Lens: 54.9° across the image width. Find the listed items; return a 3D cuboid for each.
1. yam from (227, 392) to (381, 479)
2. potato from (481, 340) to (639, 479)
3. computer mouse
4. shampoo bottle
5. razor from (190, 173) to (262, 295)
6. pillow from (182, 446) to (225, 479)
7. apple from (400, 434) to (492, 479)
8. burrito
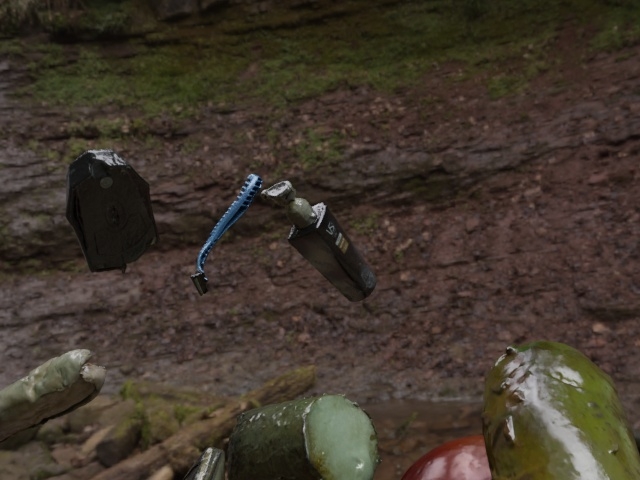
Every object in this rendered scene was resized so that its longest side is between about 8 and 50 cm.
[{"bbox_3d":[-0.046,0.401,1.188,0.195,0.195,0.300,-6,-15,-44],"label":"yam"},{"bbox_3d":[0.228,0.230,0.565,0.141,0.298,0.176,-25,-51,25],"label":"potato"},{"bbox_3d":[-0.322,-0.043,0.935,0.126,0.231,0.071,-30,51,-25],"label":"computer mouse"},{"bbox_3d":[0.000,0.001,0.829,0.064,0.207,0.057,-20,37,28],"label":"shampoo bottle"},{"bbox_3d":[-0.179,-0.022,1.158,0.042,0.253,0.082,23,-23,13],"label":"razor"},{"bbox_3d":[-0.122,0.283,0.417,0.052,0.212,0.208,21,24,-3],"label":"pillow"},{"bbox_3d":[0.190,0.343,0.720,0.201,0.218,0.218,-27,-10,22],"label":"apple"},{"bbox_3d":[-0.273,0.151,0.553,0.188,0.045,0.058,-29,-39,9],"label":"burrito"}]
